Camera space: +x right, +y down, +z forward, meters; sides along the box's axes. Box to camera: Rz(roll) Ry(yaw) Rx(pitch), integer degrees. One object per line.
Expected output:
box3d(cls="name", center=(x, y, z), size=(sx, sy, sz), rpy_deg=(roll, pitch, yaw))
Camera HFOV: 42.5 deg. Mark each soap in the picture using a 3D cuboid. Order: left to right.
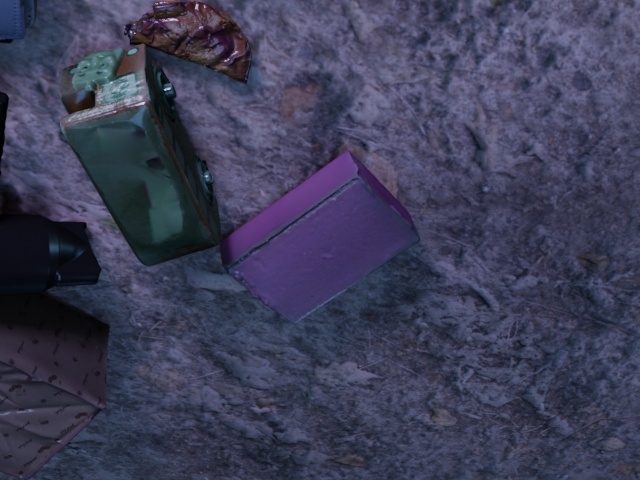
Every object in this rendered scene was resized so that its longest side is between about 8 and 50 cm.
box3d(cls="soap", center=(0.000, -0.001, 1.262), size=(0.259, 0.081, 0.181), rpy_deg=(-36, 129, 18))

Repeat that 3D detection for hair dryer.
box3d(cls="hair dryer", center=(-0.402, -0.059, 1.082), size=(0.244, 0.116, 0.302), rpy_deg=(-3, 126, -36))

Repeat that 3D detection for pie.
box3d(cls="pie", center=(-0.159, -0.256, 1.036), size=(0.169, 0.034, 0.092), rpy_deg=(12, 131, -21))

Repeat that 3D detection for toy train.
box3d(cls="toy train", center=(-0.223, -0.094, 1.084), size=(0.129, 0.159, 0.326), rpy_deg=(-15, 134, 4))

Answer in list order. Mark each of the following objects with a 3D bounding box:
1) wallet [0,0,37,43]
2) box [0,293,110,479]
box3d(cls="wallet", center=(-0.438, -0.302, 0.914), size=(0.230, 0.069, 0.170), rpy_deg=(8, 146, -14))
box3d(cls="box", center=(-0.506, 0.194, 1.257), size=(0.225, 0.190, 0.297), rpy_deg=(-41, 127, 21))
